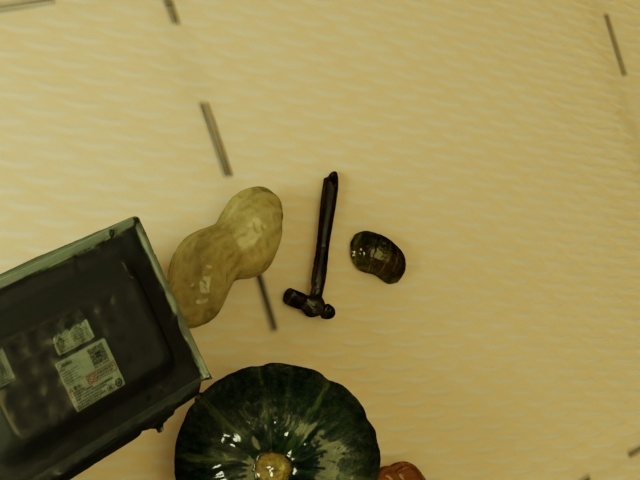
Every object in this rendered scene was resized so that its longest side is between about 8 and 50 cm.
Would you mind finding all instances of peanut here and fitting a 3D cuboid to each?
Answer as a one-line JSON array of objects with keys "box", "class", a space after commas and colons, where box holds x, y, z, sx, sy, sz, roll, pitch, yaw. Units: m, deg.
[{"box": [-0.102, 0.017, 1.237, 0.187, 0.082, 0.082, -44, 106, -32], "class": "peanut"}]

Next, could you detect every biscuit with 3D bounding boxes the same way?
[{"box": [0.081, 0.303, 1.338, 0.130, 0.019, 0.102, 1, 81, -35], "class": "biscuit"}]

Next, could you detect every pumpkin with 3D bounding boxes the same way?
[{"box": [-0.045, 0.227, 1.187, 0.211, 0.152, 0.212, 0, 73, 1], "class": "pumpkin"}, {"box": [0.074, 0.018, 1.387, 0.083, 0.028, 0.050, 28, 64, -32], "class": "pumpkin"}]

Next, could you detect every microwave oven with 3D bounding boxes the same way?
[{"box": [-0.279, 0.131, 0.998, 0.295, 0.237, 0.181, -29, 98, -39], "class": "microwave oven"}]

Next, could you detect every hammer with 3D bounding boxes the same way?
[{"box": [0.000, 0.000, 1.344, 0.065, 0.021, 0.178, 19, 70, -29], "class": "hammer"}]
